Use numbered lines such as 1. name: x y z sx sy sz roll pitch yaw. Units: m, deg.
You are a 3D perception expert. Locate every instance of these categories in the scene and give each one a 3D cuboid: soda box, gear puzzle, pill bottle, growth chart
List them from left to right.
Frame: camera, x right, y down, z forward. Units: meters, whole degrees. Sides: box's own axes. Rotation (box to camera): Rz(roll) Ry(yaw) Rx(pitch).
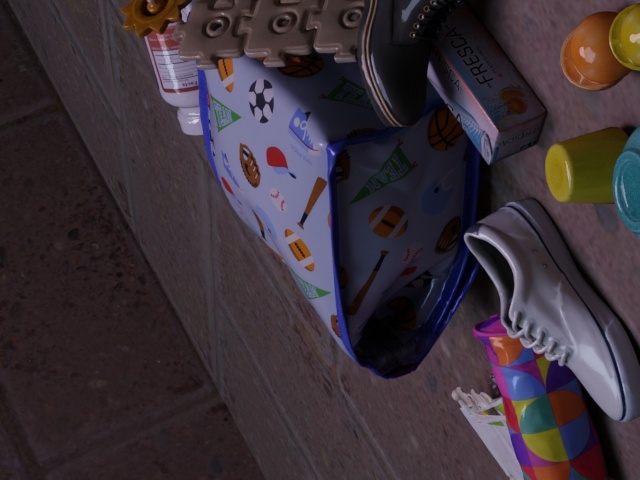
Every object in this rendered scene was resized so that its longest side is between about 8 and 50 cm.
1. pill bottle: -0.176 -0.261 1.937 0.121 0.121 0.216 38 146 59
2. gear puzzle: -0.067 -0.247 1.514 0.044 0.339 0.175 56 -139 -53
3. soda box: 0.150 -0.168 1.413 0.183 0.058 0.063 59 162 26
4. growth chart: 0.241 0.252 1.717 0.172 0.021 0.237 58 165 -9

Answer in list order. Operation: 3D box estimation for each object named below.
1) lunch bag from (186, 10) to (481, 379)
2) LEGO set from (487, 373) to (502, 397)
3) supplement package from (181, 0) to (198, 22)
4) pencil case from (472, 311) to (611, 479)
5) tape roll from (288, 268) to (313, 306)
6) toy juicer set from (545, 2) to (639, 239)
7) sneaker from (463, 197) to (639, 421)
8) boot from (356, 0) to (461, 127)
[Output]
1. lunch bag: 0.023 -0.069 1.641 0.328 0.239 0.385 48 150 42
2. LEGO set: 0.227 0.190 1.717 0.083 0.023 0.054 38 147 59
3. supplement package: -0.117 -0.424 1.650 0.198 0.199 0.262 52 159 42
4. pencil case: 0.242 0.183 1.538 0.104 0.104 0.236 23 133 67
5. tape roll: 0.000 0.000 2.090 0.219 0.072 0.219 57 162 30
6. toy juicer set: 0.283 -0.077 1.090 0.329 0.090 0.209 -126 32 -61
7. sneaker: 0.232 0.080 1.430 0.258 0.091 0.094 60 162 23
8. boot: 0.106 -0.211 1.345 0.137 0.077 0.197 -3 96 46
